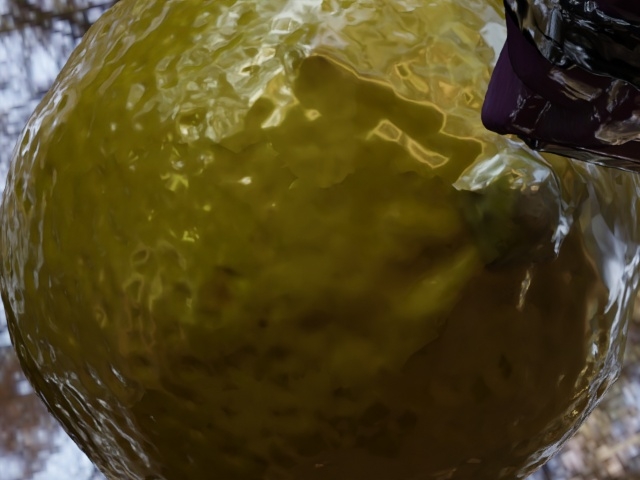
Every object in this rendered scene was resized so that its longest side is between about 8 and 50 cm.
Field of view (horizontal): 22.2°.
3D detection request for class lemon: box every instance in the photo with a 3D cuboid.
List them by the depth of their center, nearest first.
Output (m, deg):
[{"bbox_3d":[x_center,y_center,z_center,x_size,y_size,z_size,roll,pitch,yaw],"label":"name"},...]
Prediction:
[{"bbox_3d":[-0.001,0.001,0.818,0.336,0.336,0.336,-9,-51,-11],"label":"lemon"}]

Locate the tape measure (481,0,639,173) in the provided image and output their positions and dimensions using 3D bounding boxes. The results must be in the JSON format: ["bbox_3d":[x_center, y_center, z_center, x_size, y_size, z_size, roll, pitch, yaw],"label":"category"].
[{"bbox_3d":[0.129,-0.124,0.430,0.149,0.245,0.231,13,-84,-4],"label":"tape measure"}]
